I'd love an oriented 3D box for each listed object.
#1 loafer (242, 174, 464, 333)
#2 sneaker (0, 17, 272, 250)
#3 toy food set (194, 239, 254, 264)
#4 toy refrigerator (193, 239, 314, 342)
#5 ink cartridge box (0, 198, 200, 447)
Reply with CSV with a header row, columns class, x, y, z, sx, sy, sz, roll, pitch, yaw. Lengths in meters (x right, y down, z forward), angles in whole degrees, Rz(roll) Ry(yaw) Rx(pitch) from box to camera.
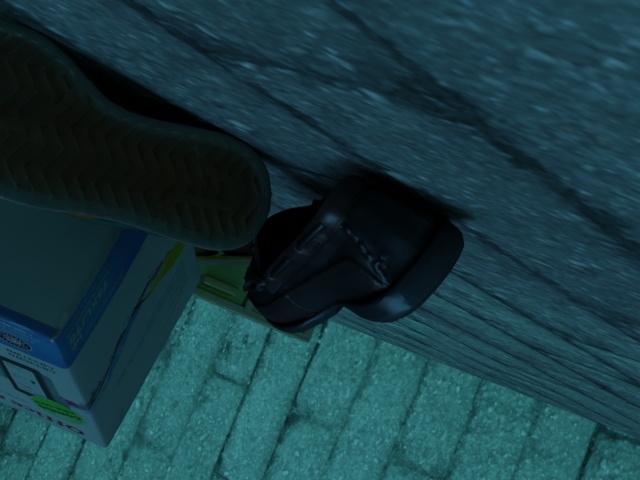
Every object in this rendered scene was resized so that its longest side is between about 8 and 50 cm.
class,x,y,z,sx,sy,sz,roll,pitch,yaw
loafer,0.000,0.000,0.945,0.095,0.109,0.302,41,163,-14
sneaker,-0.182,-0.067,0.885,0.302,0.108,0.121,25,170,-37
toy food set,-0.135,-0.004,1.612,0.128,0.071,0.218,-1,179,-6
toy refrigerator,-0.124,0.042,1.781,0.269,0.102,0.094,26,174,-23
ink cartridge box,-0.240,0.018,1.116,0.198,0.197,0.270,21,156,11
